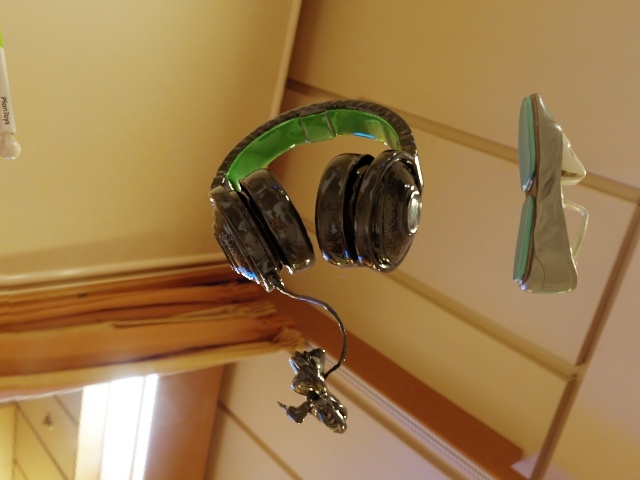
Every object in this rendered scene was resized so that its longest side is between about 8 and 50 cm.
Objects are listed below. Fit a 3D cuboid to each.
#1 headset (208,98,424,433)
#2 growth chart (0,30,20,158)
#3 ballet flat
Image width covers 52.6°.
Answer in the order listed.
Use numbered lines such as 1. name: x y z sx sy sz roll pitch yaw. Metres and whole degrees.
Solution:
1. headset: 0.000 0.000 0.719 0.243 0.185 0.394 -11 -137 12
2. growth chart: -0.328 -0.099 0.434 0.021 0.237 0.172 7 -70 60
3. ballet flat: 0.235 -0.048 0.659 0.068 0.072 0.213 5 -105 6
